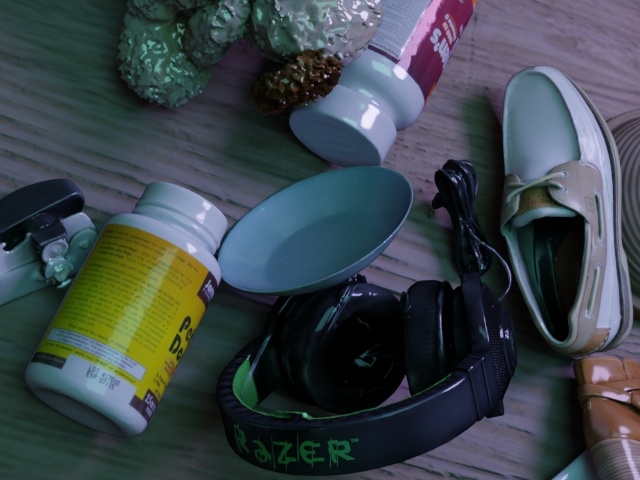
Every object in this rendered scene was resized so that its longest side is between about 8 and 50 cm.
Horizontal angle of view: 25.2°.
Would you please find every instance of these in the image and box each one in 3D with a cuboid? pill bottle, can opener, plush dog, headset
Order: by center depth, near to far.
[{"bbox_3d":[-0.324,0.038,1.254,0.280,0.074,0.093,-27,53,-25],"label":"can opener"},{"bbox_3d":[-0.165,0.058,1.271,0.117,0.117,0.215,30,69,-11],"label":"pill bottle"},{"bbox_3d":[0.064,0.069,1.296,0.394,0.243,0.185,-37,120,-52],"label":"headset"},{"bbox_3d":[-0.047,-0.240,1.315,0.225,0.210,0.262,25,67,7],"label":"plush dog"},{"bbox_3d":[0.062,-0.185,1.411,0.121,0.121,0.221,32,69,-10],"label":"pill bottle"}]

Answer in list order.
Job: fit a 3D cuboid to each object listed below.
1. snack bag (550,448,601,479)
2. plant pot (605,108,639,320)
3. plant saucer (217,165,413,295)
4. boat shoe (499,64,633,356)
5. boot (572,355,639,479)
[{"bbox_3d":[0.248,0.424,1.378,0.323,0.037,0.342,-33,90,-24],"label":"snack bag"},{"bbox_3d":[0.379,-0.035,1.498,0.237,0.110,0.237,4,77,-18],"label":"plant pot"},{"bbox_3d":[0.000,0.000,1.325,0.195,0.195,0.037,-39,121,-24],"label":"plant saucer"},{"bbox_3d":[0.238,-0.035,1.429,0.103,0.113,0.302,-1,75,-56],"label":"boat shoe"},{"bbox_3d":[0.340,0.196,1.452,0.197,0.073,0.152,20,45,-39],"label":"boot"}]
